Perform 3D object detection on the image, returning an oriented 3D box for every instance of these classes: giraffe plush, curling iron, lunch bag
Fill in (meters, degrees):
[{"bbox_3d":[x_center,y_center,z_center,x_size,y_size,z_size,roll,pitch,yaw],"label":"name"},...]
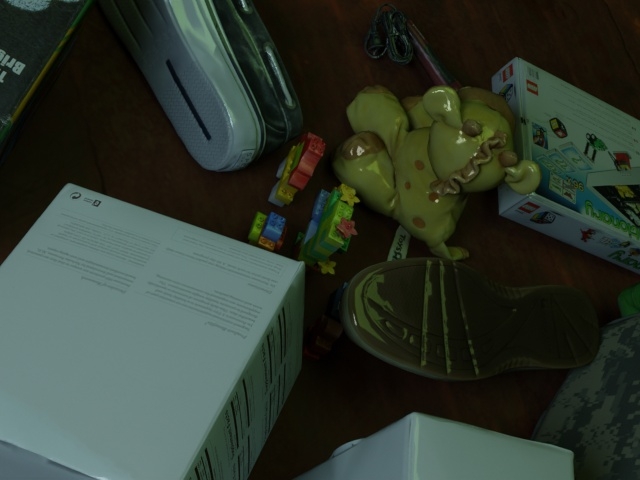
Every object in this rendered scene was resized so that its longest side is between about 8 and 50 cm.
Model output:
[{"bbox_3d":[0.124,-0.087,0.989,0.181,0.170,0.210,14,59,-24],"label":"giraffe plush"},{"bbox_3d":[0.143,-0.150,1.126,0.068,0.035,0.274,-39,92,-18],"label":"curling iron"},{"bbox_3d":[0.352,0.238,0.934,0.256,0.213,0.305,51,50,-18],"label":"lunch bag"}]

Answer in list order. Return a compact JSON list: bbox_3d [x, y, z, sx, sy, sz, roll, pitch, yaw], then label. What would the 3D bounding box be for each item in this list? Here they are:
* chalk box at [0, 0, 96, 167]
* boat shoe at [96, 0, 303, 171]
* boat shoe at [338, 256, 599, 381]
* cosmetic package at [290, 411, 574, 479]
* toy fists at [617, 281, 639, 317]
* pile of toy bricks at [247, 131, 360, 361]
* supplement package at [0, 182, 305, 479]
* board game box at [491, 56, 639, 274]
[{"bbox_3d":[-0.315,-0.112,0.742,0.180,0.179,0.289,31,54,-14],"label":"chalk box"},{"bbox_3d":[-0.126,-0.225,0.968,0.119,0.121,0.335,-22,88,-45],"label":"boat shoe"},{"bbox_3d":[0.130,0.081,0.938,0.302,0.098,0.109,6,76,-35],"label":"boat shoe"},{"bbox_3d":[0.067,0.339,0.697,0.156,0.217,0.384,19,59,-20],"label":"cosmetic package"},{"bbox_3d":[0.454,0.124,1.092,0.279,0.142,0.096,28,68,-15],"label":"toy fists"},{"bbox_3d":[0.000,0.000,0.910,0.118,0.105,0.212,26,55,-16],"label":"pile of toy bricks"},{"bbox_3d":[-0.138,0.101,0.703,0.194,0.149,0.203,18,51,13],"label":"supplement package"},{"bbox_3d":[0.333,-0.072,1.164,0.305,0.053,0.192,21,55,-27],"label":"board game box"}]
